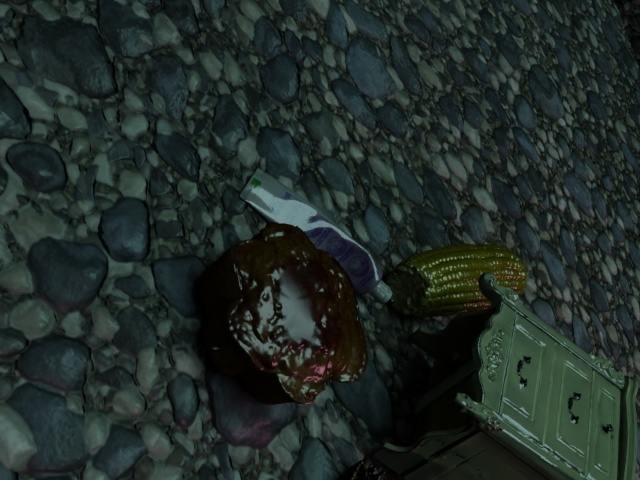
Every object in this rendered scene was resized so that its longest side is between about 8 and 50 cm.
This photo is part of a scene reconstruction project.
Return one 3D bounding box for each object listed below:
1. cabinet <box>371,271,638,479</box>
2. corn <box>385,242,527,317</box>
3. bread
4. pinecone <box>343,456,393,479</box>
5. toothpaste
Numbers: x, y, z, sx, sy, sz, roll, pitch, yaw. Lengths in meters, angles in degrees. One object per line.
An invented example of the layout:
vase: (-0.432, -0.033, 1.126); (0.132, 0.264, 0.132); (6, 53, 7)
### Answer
cabinet: (0.292, 0.273, 1.288); (0.318, 0.227, 0.290); (37, 42, -9)
corn: (0.251, 0.071, 1.503); (0.345, 0.131, 0.131); (-4, 73, -50)
bread: (-0.057, 0.099, 1.121); (0.232, 0.135, 0.246); (-15, 82, -51)
pinecone: (0.070, 0.350, 1.176); (0.083, 0.077, 0.077); (20, 42, 10)
toothpaste: (0.000, 0.000, 1.317); (0.301, 0.048, 0.075); (41, 71, -17)
